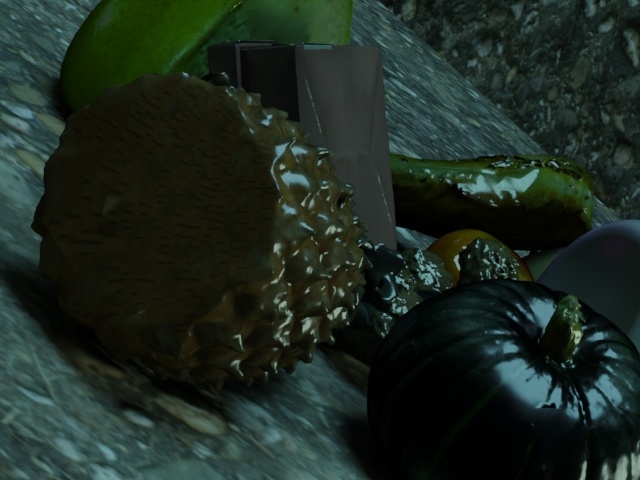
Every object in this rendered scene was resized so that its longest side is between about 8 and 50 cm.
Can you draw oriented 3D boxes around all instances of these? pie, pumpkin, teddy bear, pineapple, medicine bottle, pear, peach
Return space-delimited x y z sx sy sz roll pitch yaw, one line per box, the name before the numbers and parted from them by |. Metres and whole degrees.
pie | 0.156 -0.048 2.083 0.288 0.103 0.354 5 -6 22
pumpkin | 0.159 0.131 1.515 0.250 0.216 0.250 14 36 -10
teddy bear | 0.094 0.074 1.736 0.251 0.182 0.129 -15 93 -57
pineapple | -0.050 0.014 1.402 0.223 0.223 0.357 44 6 23
medicine bottle | 0.376 0.143 1.977 0.302 0.241 0.241 32 14 -26
pear | -0.104 -0.214 1.823 0.176 0.282 0.286 39 14 25
peach | 0.155 0.061 1.924 0.138 0.138 0.138 36 13 -9

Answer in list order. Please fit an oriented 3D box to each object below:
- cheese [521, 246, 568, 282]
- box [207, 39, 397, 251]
cheese | 0.320 0.068 2.114 0.071 0.248 0.163 -109 -170 -49
box | -0.011 -0.074 1.712 0.086 0.215 0.215 -3 4 25
